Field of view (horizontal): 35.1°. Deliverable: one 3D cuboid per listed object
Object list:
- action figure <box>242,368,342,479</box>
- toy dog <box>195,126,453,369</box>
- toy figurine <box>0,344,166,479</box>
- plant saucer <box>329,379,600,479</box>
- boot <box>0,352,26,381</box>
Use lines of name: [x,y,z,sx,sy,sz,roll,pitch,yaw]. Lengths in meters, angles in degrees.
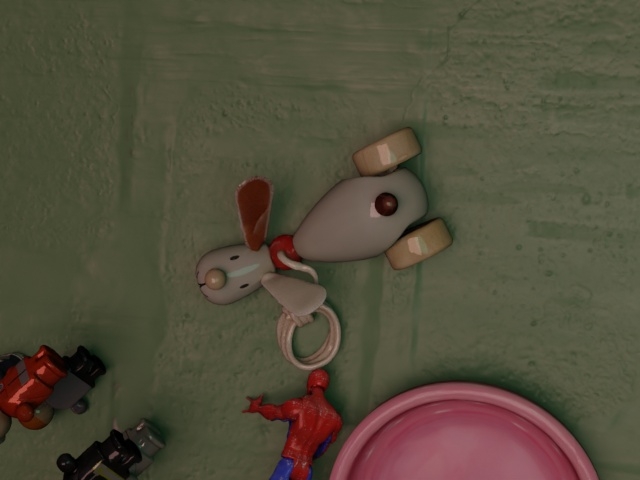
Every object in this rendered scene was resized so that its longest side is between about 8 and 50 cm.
action figure: [-0.052,0.293,1.250,0.091,0.139,0.280,25,72,-24]
toy dog: [0.000,0.000,1.201,0.334,0.161,0.220,-45,83,12]
toy figurine: [-0.318,0.246,1.265,0.148,0.209,0.213,-43,84,1]
plant saucer: [0.175,0.328,1.222,0.332,0.084,0.332,1,95,13]
boot: [-0.487,0.207,1.366,0.190,0.086,0.069,-29,87,13]
